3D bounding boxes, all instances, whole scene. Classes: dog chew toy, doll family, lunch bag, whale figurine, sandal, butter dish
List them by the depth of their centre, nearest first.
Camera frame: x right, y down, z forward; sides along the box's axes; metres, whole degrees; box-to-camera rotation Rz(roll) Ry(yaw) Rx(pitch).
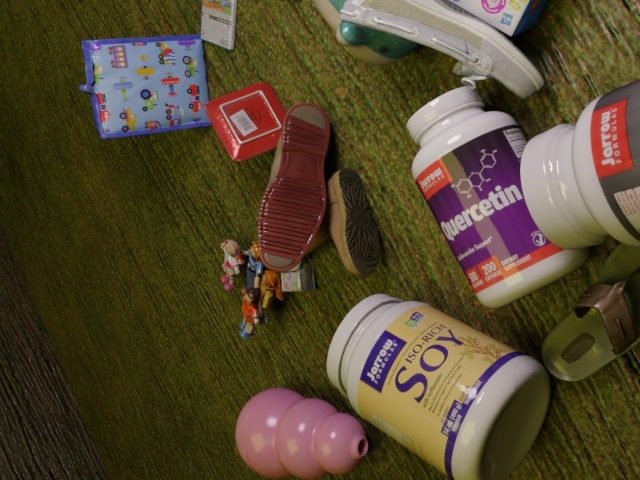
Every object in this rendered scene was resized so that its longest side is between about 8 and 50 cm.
[{"bbox_3d":[0.425,0.119,1.043,0.120,0.086,0.302,46,133,27],"label":"sandal"},{"bbox_3d":[0.067,-0.409,1.132,0.141,0.272,0.216,-26,44,45],"label":"whale figurine"},{"bbox_3d":[-0.157,-0.242,1.542,0.160,0.160,0.118,61,161,13],"label":"butter dish"},{"bbox_3d":[-0.054,0.073,1.585,0.071,0.053,0.083,-5,87,47],"label":"lunch bag"},{"bbox_3d":[-0.036,0.445,1.591,0.332,0.207,0.206,-5,100,40],"label":"dog chew toy"},{"bbox_3d":[-0.421,-0.364,1.656,0.138,0.293,0.220,10,110,45],"label":"lunch bag"},{"bbox_3d":[-0.154,0.092,1.678,0.263,0.118,0.163,-120,33,-41],"label":"doll family"}]

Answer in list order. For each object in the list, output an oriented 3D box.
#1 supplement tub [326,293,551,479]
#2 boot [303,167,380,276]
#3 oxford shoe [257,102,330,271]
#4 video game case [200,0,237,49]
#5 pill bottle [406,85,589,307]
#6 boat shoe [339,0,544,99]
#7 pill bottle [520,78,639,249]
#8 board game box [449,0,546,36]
[{"bbox_3d":[0.197,0.249,1.222,0.331,0.241,0.241,26,121,39],"label":"supplement tub"},{"bbox_3d":[0.000,0.000,1.464,0.269,0.089,0.236,-31,59,47],"label":"boot"},{"bbox_3d":[-0.053,-0.094,1.407,0.130,0.123,0.348,128,157,-70],"label":"oxford shoe"},{"bbox_3d":[-0.232,-0.532,1.603,0.119,0.015,0.166,31,124,39],"label":"video game case"},{"bbox_3d":[0.261,-0.069,1.088,0.181,0.182,0.322,-39,74,47],"label":"pill bottle"},{"bbox_3d":[0.186,-0.298,1.055,0.320,0.118,0.103,29,107,-7],"label":"boat shoe"},{"bbox_3d":[0.444,-0.107,0.851,0.363,0.210,0.210,-20,88,49],"label":"pill bottle"},{"bbox_3d":[0.225,-0.500,0.984,0.308,0.086,0.302,37,135,17],"label":"board game box"}]
